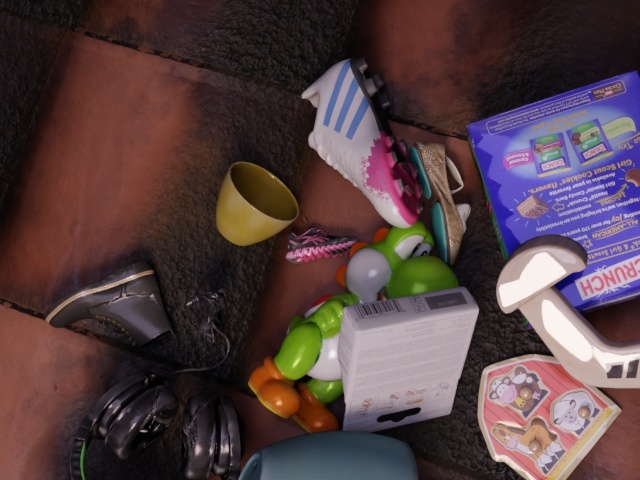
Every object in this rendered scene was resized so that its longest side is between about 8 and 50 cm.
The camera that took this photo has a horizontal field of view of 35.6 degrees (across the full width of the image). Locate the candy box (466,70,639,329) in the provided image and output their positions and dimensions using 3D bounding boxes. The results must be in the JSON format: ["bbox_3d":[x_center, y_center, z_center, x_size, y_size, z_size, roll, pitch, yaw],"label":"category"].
[{"bbox_3d":[0.391,-0.055,1.494,0.268,0.122,0.317,-17,76,8],"label":"candy box"}]

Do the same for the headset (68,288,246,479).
[{"bbox_3d":[-0.218,0.259,1.486,0.244,0.185,0.394,19,46,0],"label":"headset"}]

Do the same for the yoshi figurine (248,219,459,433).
[{"bbox_3d":[0.074,0.135,1.505,0.203,0.203,0.362,38,87,0],"label":"yoshi figurine"}]

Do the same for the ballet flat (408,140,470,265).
[{"bbox_3d":[0.199,-0.065,1.568,0.067,0.073,0.206,-13,81,-11],"label":"ballet flat"}]

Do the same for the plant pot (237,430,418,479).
[{"bbox_3d":[-0.019,0.387,1.386,0.196,0.290,0.290,22,85,-13],"label":"plant pot"}]

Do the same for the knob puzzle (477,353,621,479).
[{"bbox_3d":[0.322,0.256,1.500,0.213,0.030,0.213,-2,80,12],"label":"knob puzzle"}]

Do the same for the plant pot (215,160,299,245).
[{"bbox_3d":[-0.116,-0.047,1.611,0.134,0.134,0.095,49,118,16],"label":"plant pot"}]

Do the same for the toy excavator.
[{"bbox_3d":[0.487,0.185,1.329,0.445,0.222,0.432,-10,99,17],"label":"toy excavator"}]

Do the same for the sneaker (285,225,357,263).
[{"bbox_3d":[0.000,0.000,1.614,0.119,0.047,0.057,-9,67,10],"label":"sneaker"}]

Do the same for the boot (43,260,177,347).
[{"bbox_3d":[-0.347,0.135,1.651,0.198,0.077,0.137,-27,81,8],"label":"boot"}]

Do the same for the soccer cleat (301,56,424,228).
[{"bbox_3d":[0.060,-0.138,1.573,0.143,0.116,0.331,-28,55,19],"label":"soccer cleat"}]

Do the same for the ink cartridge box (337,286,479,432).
[{"bbox_3d":[0.117,0.178,1.453,0.189,0.232,0.066,-9,47,-18],"label":"ink cartridge box"}]
